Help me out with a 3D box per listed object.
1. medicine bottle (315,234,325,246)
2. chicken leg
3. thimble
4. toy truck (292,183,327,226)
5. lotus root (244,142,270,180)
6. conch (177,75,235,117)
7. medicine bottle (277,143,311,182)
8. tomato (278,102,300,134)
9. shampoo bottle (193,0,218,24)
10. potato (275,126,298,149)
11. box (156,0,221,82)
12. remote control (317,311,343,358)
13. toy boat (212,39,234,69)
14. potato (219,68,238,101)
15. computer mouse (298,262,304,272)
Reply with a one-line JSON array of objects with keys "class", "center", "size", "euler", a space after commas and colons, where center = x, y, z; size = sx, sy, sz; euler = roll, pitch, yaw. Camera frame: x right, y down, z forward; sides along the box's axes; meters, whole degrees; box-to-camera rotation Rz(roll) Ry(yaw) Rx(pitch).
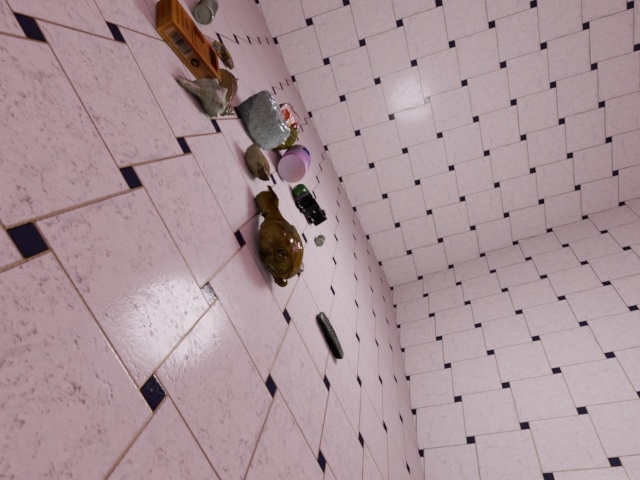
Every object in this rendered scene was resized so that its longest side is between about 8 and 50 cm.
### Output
[{"class": "medicine bottle", "center": [0.000, 0.000, 2.268], "size": [0.047, 0.047, 0.083], "euler": [64, 15, -14]}, {"class": "chicken leg", "center": [-0.165, -0.044, 1.531], "size": [0.201, 0.152, 0.430], "euler": [58, 8, -49]}, {"class": "thimble", "center": [-0.248, -0.549, 1.911], "size": [0.250, 0.171, 0.205], "euler": [63, 12, -13]}, {"class": "toy truck", "center": [-0.061, -0.193, 2.236], "size": [0.242, 0.101, 0.125], "euler": [52, 9, -41]}, {"class": "lotus root", "center": [-0.257, -0.305, 1.711], "size": [0.143, 0.070, 0.144], "euler": [60, 10, -51]}, {"class": "conch", "center": [-0.387, -0.521, 1.472], "size": [0.234, 0.114, 0.137], "euler": [50, 8, -37]}, {"class": "medicine bottle", "center": [-0.132, -0.403, 2.168], "size": [0.152, 0.152, 0.254], "euler": [63, 14, -21]}, {"class": "tomato", "center": [-0.216, -0.636, 2.271], "size": [0.199, 0.112, 0.228], "euler": [-61, 148, -15]}, {"class": "shampoo bottle", "center": [-0.509, -1.044, 1.872], "size": [0.085, 0.085, 0.263], "euler": [57, 16, -38]}, {"class": "potato", "center": [-0.190, -0.539, 2.183], "size": [0.225, 0.090, 0.118], "euler": [-38, 135, -52]}, {"class": "box", "center": [-0.472, -0.713, 1.507], "size": [0.274, 0.076, 0.174], "euler": [48, 25, -55]}, {"class": "remote control", "center": [0.044, 0.411, 1.799], "size": [0.222, 0.042, 0.072], "euler": [65, 13, -6]}, {"class": "toy boat", "center": [-0.440, -0.849, 1.902], "size": [0.149, 0.047, 0.049], "euler": [52, 20, -50]}, {"class": "potato", "center": [-0.374, -0.636, 1.734], "size": [0.100, 0.089, 0.172], "euler": [30, 38, -73]}, {"class": "computer mouse", "center": [-0.104, 0.099, 1.728], "size": [0.096, 0.039, 0.066], "euler": [40, 29, -47]}]
